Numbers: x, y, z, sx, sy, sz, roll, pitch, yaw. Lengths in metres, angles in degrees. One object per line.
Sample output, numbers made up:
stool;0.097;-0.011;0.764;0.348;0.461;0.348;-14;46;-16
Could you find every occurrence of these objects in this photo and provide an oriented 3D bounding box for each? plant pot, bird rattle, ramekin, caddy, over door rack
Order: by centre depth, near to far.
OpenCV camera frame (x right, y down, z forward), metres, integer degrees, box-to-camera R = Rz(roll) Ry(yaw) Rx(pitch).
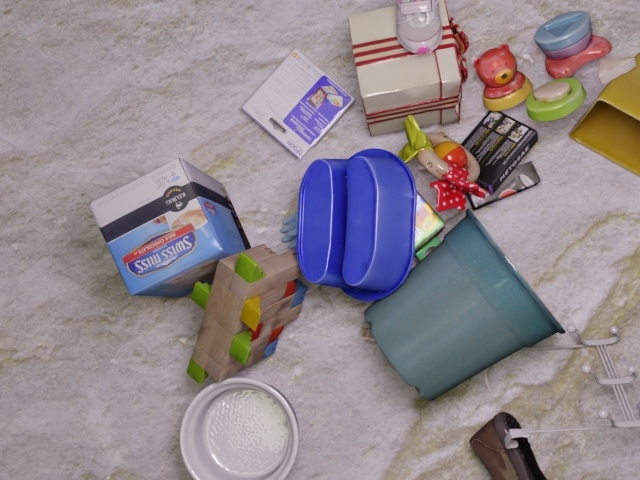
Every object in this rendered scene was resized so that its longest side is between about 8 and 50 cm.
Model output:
caddy;0.088;-0.037;1.672;0.241;0.179;0.341;2;89;39
plant pot;0.300;0.161;1.696;0.334;0.341;0.341;-37;82;9
over door rack;0.544;0.316;1.697;0.325;0.108;0.239;-10;48;4
bird rattle;0.283;-0.180;1.710;0.254;0.207;0.143;37;126;24
plant pot;0.738;-0.301;1.752;0.212;0.212;0.187;32;77;8
ramekin;-0.181;0.458;1.797;0.278;0.135;0.277;-1;84;5

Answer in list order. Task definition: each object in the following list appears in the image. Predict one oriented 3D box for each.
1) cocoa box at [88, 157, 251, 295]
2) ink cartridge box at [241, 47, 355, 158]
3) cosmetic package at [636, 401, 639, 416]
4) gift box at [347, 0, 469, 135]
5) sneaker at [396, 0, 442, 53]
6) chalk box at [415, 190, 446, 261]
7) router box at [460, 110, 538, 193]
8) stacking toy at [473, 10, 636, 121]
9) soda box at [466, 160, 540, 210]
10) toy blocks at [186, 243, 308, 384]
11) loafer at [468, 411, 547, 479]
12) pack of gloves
cocoa box;-0.322;-0.014;1.751;0.232;0.347;0.227;-26;82;5
ink cartridge box;-0.056;-0.340;1.908;0.206;0.045;0.208;42;89;8
cosmetic package;0.808;0.472;1.721;0.118;0.085;0.230;-13;82;5
gift box;0.220;-0.384;1.785;0.258;0.255;0.276;-11;78;6
sneaker;0.203;-0.522;1.638;0.103;0.111;0.252;-9;70;9
chalk box;0.209;-0.034;1.807;0.132;0.132;0.213;-41;82;1
router box;0.410;-0.216;1.815;0.133;0.046;0.179;36;80;30
stacking toy;0.525;-0.413;1.735;0.309;0.279;0.130;-34;120;-2
soda box;0.438;-0.131;1.833;0.169;0.053;0.060;-23;82;4
toy blocks;-0.143;0.151;1.764;0.191;0.261;0.381;36;123;26
loafer;0.454;0.581;1.739;0.130;0.134;0.365;-30;71;25
pack of gloves;0.000;0.000;1.821;0.232;0.046;0.195;-29;75;31
